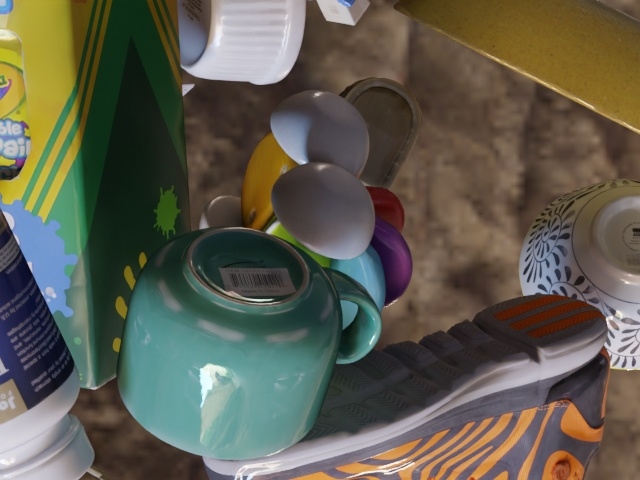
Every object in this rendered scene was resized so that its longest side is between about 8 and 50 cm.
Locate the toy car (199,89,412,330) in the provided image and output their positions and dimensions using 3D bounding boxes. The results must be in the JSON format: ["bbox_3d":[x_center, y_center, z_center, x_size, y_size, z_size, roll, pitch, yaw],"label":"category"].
[{"bbox_3d":[0.000,0.000,1.311,0.159,0.136,0.182,-51,26,33],"label":"toy car"}]

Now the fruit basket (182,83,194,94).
[{"bbox_3d":[-0.305,-0.041,1.955,0.165,0.327,0.353,54,-159,10],"label":"fruit basket"}]

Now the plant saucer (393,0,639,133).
[{"bbox_3d":[0.228,-0.151,1.542,0.081,0.332,0.333,-63,0,8],"label":"plant saucer"}]

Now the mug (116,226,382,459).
[{"bbox_3d":[-0.045,0.046,1.125,0.158,0.129,0.097,-44,-25,-49],"label":"mug"}]

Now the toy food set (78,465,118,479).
[{"bbox_3d":[-0.270,0.227,1.787,0.192,0.132,0.038,25,-93,-44],"label":"toy food set"}]

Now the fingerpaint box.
[{"bbox_3d":[-0.331,-0.109,1.358,0.163,0.444,0.371,-35,-53,-61],"label":"fingerpaint box"}]

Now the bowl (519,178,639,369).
[{"bbox_3d":[0.249,0.012,1.505,0.080,0.170,0.170,94,-176,-64],"label":"bowl"}]

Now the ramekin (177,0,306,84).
[{"bbox_3d":[-0.109,-0.282,2.157,0.207,0.109,0.207,23,116,62],"label":"ramekin"}]

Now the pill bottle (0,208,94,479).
[{"bbox_3d":[-0.195,0.066,1.067,0.169,0.094,0.094,67,-156,-18],"label":"pill bottle"}]

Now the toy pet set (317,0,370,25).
[{"bbox_3d":[0.028,-0.289,1.960,0.114,0.122,0.065,-56,-39,-26],"label":"toy pet set"}]

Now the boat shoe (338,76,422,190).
[{"bbox_3d":[-0.013,-0.011,1.714,0.307,0.110,0.104,-52,10,-7],"label":"boat shoe"}]

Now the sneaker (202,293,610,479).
[{"bbox_3d":[0.076,0.166,1.316,0.124,0.321,0.180,-144,44,-58],"label":"sneaker"}]
